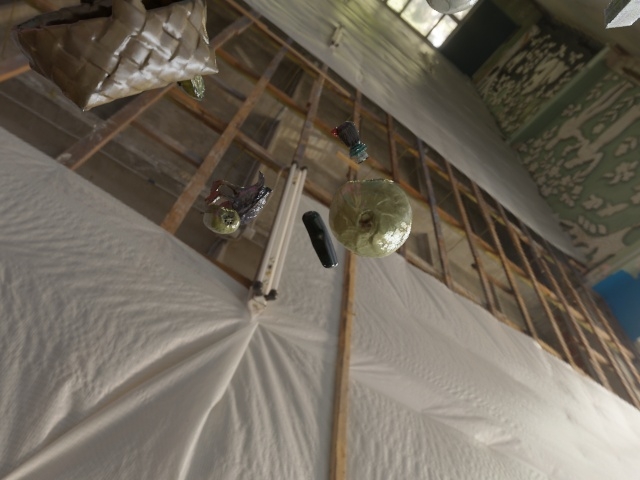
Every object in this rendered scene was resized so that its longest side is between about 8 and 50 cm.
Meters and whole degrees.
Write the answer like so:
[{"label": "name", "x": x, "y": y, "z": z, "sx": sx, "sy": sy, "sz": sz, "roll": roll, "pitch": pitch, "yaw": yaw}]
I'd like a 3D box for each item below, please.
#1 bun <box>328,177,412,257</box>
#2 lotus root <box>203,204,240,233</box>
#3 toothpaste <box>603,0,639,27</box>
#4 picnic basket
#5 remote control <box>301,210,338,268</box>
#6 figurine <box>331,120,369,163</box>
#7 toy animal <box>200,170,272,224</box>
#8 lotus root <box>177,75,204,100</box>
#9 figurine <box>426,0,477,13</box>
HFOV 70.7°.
[{"label": "bun", "x": 0.204, "y": -0.097, "z": 1.899, "sx": 0.364, "sy": 0.364, "sz": 0.202, "roll": 47, "pitch": -164, "yaw": 6}, {"label": "lotus root", "x": -0.288, "y": -0.060, "z": 1.293, "sx": 0.090, "sy": 0.077, "sz": 0.183, "roll": 13, "pitch": -178, "yaw": -32}, {"label": "toothpaste", "x": 0.899, "y": -0.701, "z": 1.242, "sx": 0.336, "sy": 0.081, "sz": 0.067, "roll": 11, "pitch": -103, "yaw": -81}, {"label": "picnic basket", "x": -0.375, "y": -0.432, "z": 0.789, "sx": 0.337, "sy": 0.338, "sz": 0.293, "roll": 11, "pitch": -162, "yaw": -43}, {"label": "remote control", "x": 0.000, "y": 0.000, "z": 1.561, "sx": 0.042, "sy": 0.072, "sz": 0.222, "roll": -48, "pitch": -59, "yaw": -52}, {"label": "figurine", "x": 0.074, "y": -0.235, "z": 1.085, "sx": 0.106, "sy": 0.059, "sz": 0.047, "roll": 58, "pitch": -168, "yaw": -10}, {"label": "toy animal", "x": -0.287, "y": -0.132, "z": 1.544, "sx": 0.185, "sy": 0.298, "sz": 0.122, "roll": 46, "pitch": -150, "yaw": -41}, {"label": "lotus root", "x": -0.496, "y": -0.627, "z": 1.678, "sx": 0.077, "sy": 0.204, "sz": 0.183, "roll": -7, "pitch": -137, "yaw": 1}, {"label": "figurine", "x": 0.458, "y": -0.966, "z": 1.474, "sx": 0.274, "sy": 0.395, "sz": 0.226, "roll": 25, "pitch": 180, "yaw": -34}]
